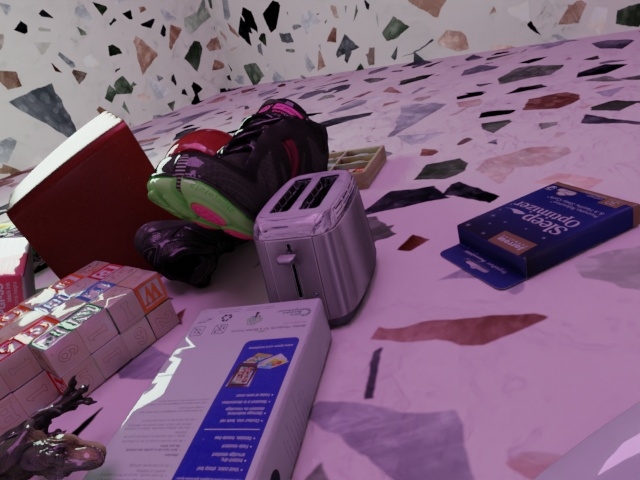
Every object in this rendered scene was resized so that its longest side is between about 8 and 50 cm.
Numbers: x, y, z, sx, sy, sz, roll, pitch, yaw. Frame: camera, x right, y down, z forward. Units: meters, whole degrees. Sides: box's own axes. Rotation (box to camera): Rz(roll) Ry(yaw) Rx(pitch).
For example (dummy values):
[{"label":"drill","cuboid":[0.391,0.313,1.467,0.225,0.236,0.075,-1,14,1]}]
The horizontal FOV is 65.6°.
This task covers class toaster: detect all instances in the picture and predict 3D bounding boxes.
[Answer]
[{"label":"toaster","cuboid":[0.000,0.000,0.675,0.128,0.147,0.227,-4,27,22]}]

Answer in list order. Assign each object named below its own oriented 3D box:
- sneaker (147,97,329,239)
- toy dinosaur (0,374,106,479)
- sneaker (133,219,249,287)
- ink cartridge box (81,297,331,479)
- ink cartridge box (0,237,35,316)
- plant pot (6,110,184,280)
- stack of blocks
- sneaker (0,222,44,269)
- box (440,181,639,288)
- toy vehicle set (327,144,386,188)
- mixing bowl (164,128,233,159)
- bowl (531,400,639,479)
[{"label":"sneaker","cuboid":[-0.106,-0.131,0.794,0.185,0.203,0.483,17,16,11]},{"label":"toy dinosaur","cuboid":[-0.284,0.201,0.473,0.268,0.064,0.118,-29,8,25]},{"label":"sneaker","cuboid":[-0.178,0.014,0.834,0.227,0.087,0.130,-12,44,-42]},{"label":"ink cartridge box","cuboid":[-0.102,0.177,0.467,0.165,0.065,0.333,-7,25,19]},{"label":"ink cartridge box","cuboid":[-0.627,0.084,0.798,0.282,0.117,0.207,-4,19,-26]},{"label":"plant pot","cuboid":[-0.413,-0.058,0.925,0.235,0.268,0.267,-34,30,-16]},{"label":"stack of blocks","cuboid":[-0.361,0.145,0.653,0.171,0.087,0.297,6,33,38]},{"label":"sneaker","cuboid":[-0.598,0.008,1.053,0.343,0.134,0.146,-28,33,-6]},{"label":"box","cuboid":[0.288,-0.014,0.671,0.225,0.037,0.136,-24,26,-14]},{"label":"toy vehicle set","cuboid":[0.001,-0.153,1.118,0.266,0.035,0.166,-4,28,24]},{"label":"mixing bowl","cuboid":[-0.226,-0.126,0.935,0.181,0.182,0.098,-13,3,6]},{"label":"bowl","cuboid":[0.212,0.129,0.211,0.297,0.298,0.134,-25,61,-19]}]
